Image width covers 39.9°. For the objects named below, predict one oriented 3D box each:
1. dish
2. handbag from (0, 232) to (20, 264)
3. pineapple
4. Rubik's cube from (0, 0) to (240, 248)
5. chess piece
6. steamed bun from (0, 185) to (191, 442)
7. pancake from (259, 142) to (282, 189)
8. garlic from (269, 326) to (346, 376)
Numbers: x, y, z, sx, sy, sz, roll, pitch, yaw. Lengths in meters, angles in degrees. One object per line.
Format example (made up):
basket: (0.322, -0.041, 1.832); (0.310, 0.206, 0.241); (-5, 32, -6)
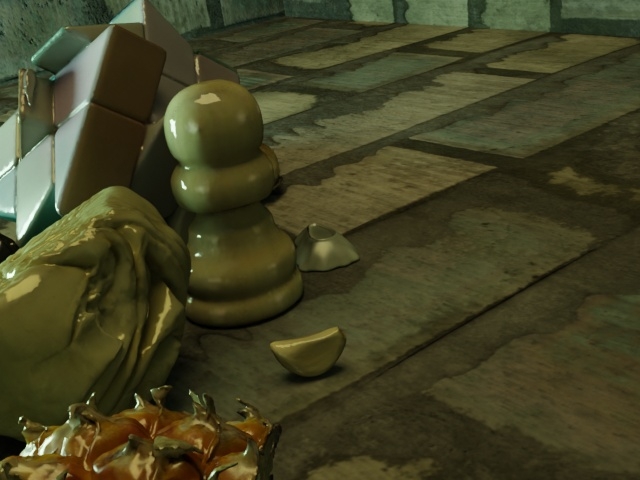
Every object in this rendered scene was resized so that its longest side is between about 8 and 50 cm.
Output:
dish: (0.000, 0.000, 1.295); (0.091, 0.039, 0.137); (-13, 24, -12)
handbag: (-0.500, 0.088, 1.071); (0.275, 0.088, 0.244); (-42, 26, -26)
pineapple: (-0.187, 0.199, 0.569); (0.286, 0.209, 0.344); (8, 31, 3)
Rubik's cube: (-0.300, -0.126, 1.281); (0.387, 0.368, 0.358); (-31, -36, 35)
chess piece: (-0.124, -0.055, 1.132); (0.167, 0.300, 0.167); (-8, 21, 3)
steamed bun: (-0.264, 0.095, 0.955); (0.276, 0.203, 0.289); (-29, 17, 17)
pancake: (-0.251, -0.109, 1.598); (0.382, 0.071, 0.382); (-9, 24, 4)
garlic: (-0.010, 0.124, 0.981); (0.083, 0.053, 0.041); (-18, 25, -3)
